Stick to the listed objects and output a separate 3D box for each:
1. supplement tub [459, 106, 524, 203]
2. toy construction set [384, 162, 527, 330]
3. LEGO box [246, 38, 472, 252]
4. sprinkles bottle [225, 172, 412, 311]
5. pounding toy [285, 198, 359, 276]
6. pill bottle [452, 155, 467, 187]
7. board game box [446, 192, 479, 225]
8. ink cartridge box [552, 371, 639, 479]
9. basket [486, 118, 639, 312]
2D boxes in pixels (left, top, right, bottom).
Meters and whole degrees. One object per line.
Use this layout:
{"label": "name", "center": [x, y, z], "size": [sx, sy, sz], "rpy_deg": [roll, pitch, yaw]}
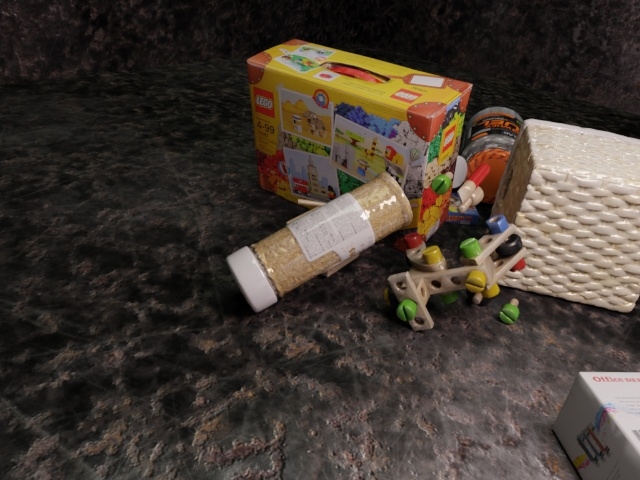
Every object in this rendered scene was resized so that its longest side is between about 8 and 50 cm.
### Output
{"label": "supplement tub", "center": [0.536, -0.264, 1.626], "size": [0.207, 0.207, 0.338], "rpy_deg": [13, 36, 10]}
{"label": "toy construction set", "center": [0.242, 0.035, 0.993], "size": [0.257, 0.309, 0.237], "rpy_deg": [15, 35, 28]}
{"label": "LEGO box", "center": [0.078, -0.241, 1.303], "size": [0.500, 0.373, 0.193], "rpy_deg": [25, 46, 28]}
{"label": "sprinkles bottle", "center": [0.000, 0.000, 1.011], "size": [0.355, 0.121, 0.121], "rpy_deg": [-29, 40, -9]}
{"label": "pounding toy", "center": [0.008, -0.021, 1.211], "size": [0.181, 0.094, 0.206], "rpy_deg": [26, 34, 28]}
{"label": "pill bottle", "center": [0.317, -0.217, 1.551], "size": [0.121, 0.121, 0.216], "rpy_deg": [-14, 22, -33]}
{"label": "board game box", "center": [0.331, -0.100, 1.482], "size": [0.201, 0.035, 0.136], "rpy_deg": [8, 30, -1]}
{"label": "ink cartridge box", "center": [0.443, 0.291, 0.743], "size": [0.128, 0.127, 0.176], "rpy_deg": [3, 30, -8]}
{"label": "basket", "center": [0.577, -0.054, 1.181], "size": [0.331, 0.328, 0.266], "rpy_deg": [13, 34, 8]}
